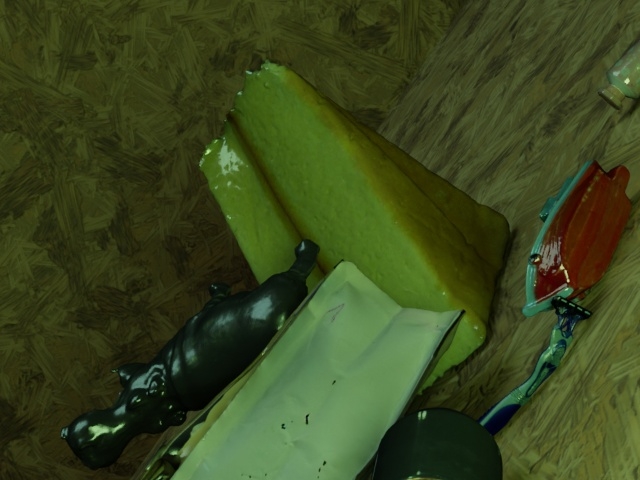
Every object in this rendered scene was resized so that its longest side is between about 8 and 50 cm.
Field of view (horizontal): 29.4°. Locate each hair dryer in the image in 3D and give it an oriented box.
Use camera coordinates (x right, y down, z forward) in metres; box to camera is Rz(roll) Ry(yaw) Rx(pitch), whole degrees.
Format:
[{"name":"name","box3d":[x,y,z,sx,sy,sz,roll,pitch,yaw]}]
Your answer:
[{"name":"hair dryer","box3d":[0.022,0.301,0.958,0.352,0.107,0.189,-56,7,28]}]

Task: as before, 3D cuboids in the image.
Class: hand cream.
[{"name":"hand cream","box3d":[0.374,-0.226,1.286,0.209,0.043,0.067,-49,8,2]}]

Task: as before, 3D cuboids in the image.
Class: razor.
[{"name":"razor","box3d":[0.174,0.118,1.039,0.154,0.044,0.028,-55,34,13]}]

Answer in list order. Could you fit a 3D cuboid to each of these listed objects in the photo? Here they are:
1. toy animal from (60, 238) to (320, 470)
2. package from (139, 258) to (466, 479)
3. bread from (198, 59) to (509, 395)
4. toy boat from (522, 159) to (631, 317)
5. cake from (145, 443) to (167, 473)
[{"name":"toy animal","box3d":[-0.123,0.130,1.330,0.343,0.106,0.168,-31,21,22]},{"name":"package","box3d":[-0.024,0.175,1.136,0.311,0.165,0.221,-52,-7,-33]},{"name":"bread","box3d":[0.000,0.000,1.370,0.233,0.362,0.245,-48,8,36]},{"name":"toy boat","box3d":[0.224,0.000,1.089,0.059,0.069,0.173,-20,33,51]},{"name":"cake","box3d":[-0.105,0.319,1.268,0.151,0.177,0.283,-31,26,32]}]
